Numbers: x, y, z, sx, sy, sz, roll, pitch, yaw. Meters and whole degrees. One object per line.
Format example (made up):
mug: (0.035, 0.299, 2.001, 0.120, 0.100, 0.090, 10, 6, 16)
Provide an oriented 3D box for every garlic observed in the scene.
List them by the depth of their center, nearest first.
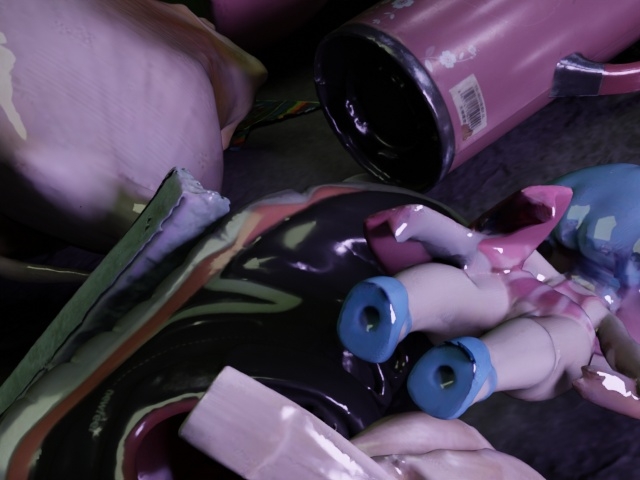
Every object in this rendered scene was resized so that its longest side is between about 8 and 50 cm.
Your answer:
garlic: (0.015, 0.117, 0.654, 0.127, 0.194, 0.131, -13, 50, 45)
garlic: (-0.163, -0.037, 1.063, 0.231, 0.246, 0.340, -51, 24, 15)

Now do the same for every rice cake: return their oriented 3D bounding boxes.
rice cake: (-0.115, 0.044, 0.919, 0.207, 0.033, 0.033, -49, 29, 23)

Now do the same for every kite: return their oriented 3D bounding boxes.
kite: (-0.054, -0.081, 1.254, 0.122, 0.004, 0.090, -18, 26, 6)

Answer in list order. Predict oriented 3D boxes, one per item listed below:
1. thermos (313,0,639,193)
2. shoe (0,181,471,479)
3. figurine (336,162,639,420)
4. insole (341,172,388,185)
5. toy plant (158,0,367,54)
thermos: (0.160, -0.155, 1.126, 0.330, 0.109, 0.136, -35, 30, -27)
shoe: (-0.020, 0.067, 0.833, 0.291, 0.114, 0.137, -37, 29, -27)
figurine: (0.114, 0.030, 0.735, 0.205, 0.102, 0.260, 23, 14, 28)
insole: (0.000, 0.000, 1.068, 0.053, 0.002, 0.152, -2, 32, 33)
toy plant: (0.029, -0.266, 1.351, 0.356, 0.210, 0.317, -29, 61, -25)
